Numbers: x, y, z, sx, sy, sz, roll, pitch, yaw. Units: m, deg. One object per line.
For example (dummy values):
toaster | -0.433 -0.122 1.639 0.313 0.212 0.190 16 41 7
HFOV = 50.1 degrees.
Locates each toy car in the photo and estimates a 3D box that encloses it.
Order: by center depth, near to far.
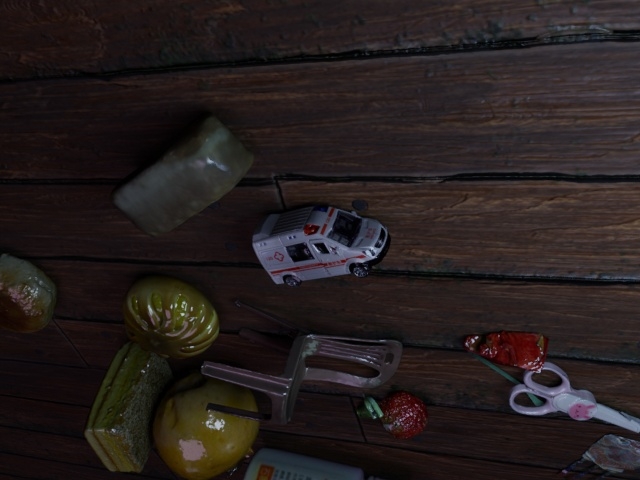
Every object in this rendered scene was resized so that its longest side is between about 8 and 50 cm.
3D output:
toy car | 0.000 0.000 1.046 0.210 0.089 0.108 -10 126 34

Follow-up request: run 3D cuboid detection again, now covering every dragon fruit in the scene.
dragon fruit | 0.306 0.193 1.154 0.131 0.063 0.097 14 139 6

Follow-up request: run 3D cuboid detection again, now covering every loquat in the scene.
loquat | -0.241 0.404 1.479 0.244 0.244 0.244 11 139 10

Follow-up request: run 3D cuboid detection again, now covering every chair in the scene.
chair | -0.028 0.244 1.252 0.326 0.183 0.175 14 140 9

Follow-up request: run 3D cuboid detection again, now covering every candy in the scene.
candy | -0.208 -0.093 1.014 0.234 0.102 0.104 -24 123 40

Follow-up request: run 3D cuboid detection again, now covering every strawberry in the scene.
strawberry | 0.161 0.350 1.357 0.106 0.106 0.106 11 139 10

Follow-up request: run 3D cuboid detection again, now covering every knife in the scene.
knife | 0.090 0.335 1.375 0.054 0.015 0.212 55 167 11

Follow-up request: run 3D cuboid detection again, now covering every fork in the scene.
fork | 0.358 0.265 1.246 0.235 0.021 0.039 31 135 -14

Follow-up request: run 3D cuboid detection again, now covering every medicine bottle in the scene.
medicine bottle | 0.011 0.643 1.644 0.388 0.219 0.219 9 138 11

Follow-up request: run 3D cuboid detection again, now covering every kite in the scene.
kite | 0.568 0.450 1.372 0.127 0.016 0.229 26 139 -2

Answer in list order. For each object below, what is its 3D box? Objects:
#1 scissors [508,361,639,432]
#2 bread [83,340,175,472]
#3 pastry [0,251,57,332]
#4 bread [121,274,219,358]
scissors | 0.459 0.293 1.219 0.242 0.030 0.118 21 123 -7
bread | -0.411 0.355 1.481 0.110 0.234 0.184 5 137 14
pastry | -0.639 0.110 1.411 0.182 0.093 0.192 26 140 -4
bread | -0.294 0.159 1.324 0.213 0.104 0.213 9 138 8
